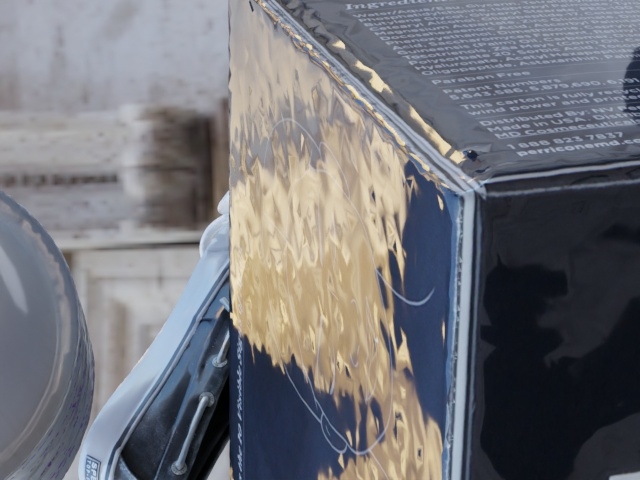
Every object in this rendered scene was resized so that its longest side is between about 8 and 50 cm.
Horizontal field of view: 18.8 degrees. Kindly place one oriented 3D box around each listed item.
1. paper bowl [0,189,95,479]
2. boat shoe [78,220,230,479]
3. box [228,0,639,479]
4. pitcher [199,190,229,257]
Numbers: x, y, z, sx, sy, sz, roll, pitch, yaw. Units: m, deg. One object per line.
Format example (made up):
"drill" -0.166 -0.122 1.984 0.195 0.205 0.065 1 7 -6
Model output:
"paper bowl" -0.299 0.073 1.296 0.148 0.284 0.284 89 -158 -60
"boat shoe" -0.069 0.090 1.522 0.306 0.105 0.113 -54 -27 -39
"box" 0.129 0.096 1.225 0.297 0.472 0.480 -6 -67 -17
"pitcher" 0.000 0.000 1.743 0.178 0.207 0.125 -63 -12 27
